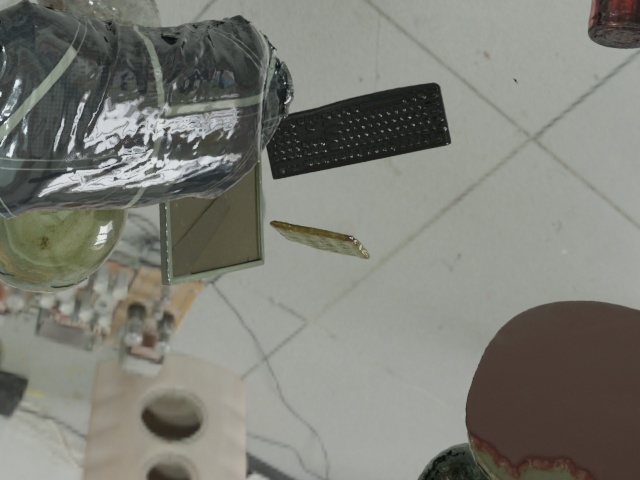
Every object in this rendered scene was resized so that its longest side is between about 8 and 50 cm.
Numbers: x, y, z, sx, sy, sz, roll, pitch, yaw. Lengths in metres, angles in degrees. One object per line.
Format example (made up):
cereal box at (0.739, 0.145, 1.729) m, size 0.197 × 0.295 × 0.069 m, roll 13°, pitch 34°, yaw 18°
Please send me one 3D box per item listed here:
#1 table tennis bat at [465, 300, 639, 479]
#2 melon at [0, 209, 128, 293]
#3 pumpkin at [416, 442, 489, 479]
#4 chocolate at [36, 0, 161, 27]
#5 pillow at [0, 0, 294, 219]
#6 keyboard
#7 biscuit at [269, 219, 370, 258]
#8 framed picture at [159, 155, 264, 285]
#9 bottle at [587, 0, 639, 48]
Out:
table tennis bat at (0.125, 0.105, 0.473) m, size 0.131 × 0.234 × 0.022 m, roll 14°, pitch 130°, yaw 15°
melon at (-0.486, -0.053, 1.840) m, size 0.269 × 0.268 × 0.330 m, roll 21°, pitch 130°, yaw -20°
pumpkin at (0.197, 0.347, 1.354) m, size 0.167 × 0.125 × 0.167 m, roll 0°, pitch 107°, yaw 0°
chocolate at (-0.333, -0.389, 1.372) m, size 0.185 × 0.100 × 0.303 m, roll -1°, pitch 110°, yaw 37°
pillow at (-0.140, -0.101, 0.805) m, size 0.335 × 0.093 × 0.161 m, roll -9°, pitch 121°, yaw -53°
keyboard at (0.101, -0.167, 1.493) m, size 0.381 × 0.041 × 0.103 m, roll -11°, pitch 96°, yaw 10°
biscuit at (0.000, -0.001, 1.617) m, size 0.144 × 0.016 × 0.203 m, roll 11°, pitch 174°, yaw 9°
framed picture at (-0.187, -0.055, 1.823) m, size 0.020 × 0.324 × 0.240 m, roll 2°, pitch 97°, yaw 27°
bottle at (0.256, -0.243, 0.845) m, size 0.060 × 0.164 × 0.060 m, roll 9°, pitch 171°, yaw 1°
